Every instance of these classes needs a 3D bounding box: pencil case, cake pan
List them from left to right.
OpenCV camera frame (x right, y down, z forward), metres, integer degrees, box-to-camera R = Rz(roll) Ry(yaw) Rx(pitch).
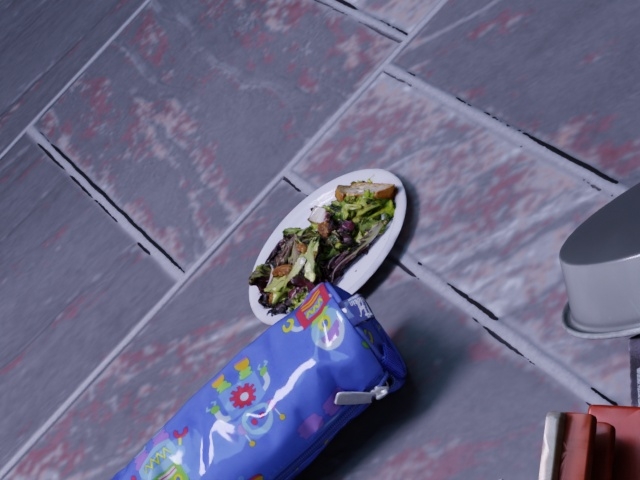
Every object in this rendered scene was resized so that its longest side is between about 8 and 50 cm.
[{"bbox_3d":[-0.054,0.171,1.610,0.306,0.119,0.133,-43,42,3],"label":"pencil case"},{"bbox_3d":[0.303,-0.020,1.355,0.293,0.054,0.293,-28,9,5],"label":"cake pan"}]

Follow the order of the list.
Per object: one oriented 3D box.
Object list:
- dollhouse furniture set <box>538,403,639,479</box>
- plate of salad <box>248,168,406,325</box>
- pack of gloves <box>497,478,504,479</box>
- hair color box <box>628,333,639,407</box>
[{"bbox_3d":[0.268,0.153,1.029,0.259,0.135,0.262,0,74,32],"label":"dollhouse furniture set"},{"bbox_3d":[0.000,0.000,1.814,0.199,0.048,0.200,-29,35,23],"label":"plate of salad"},{"bbox_3d":[0.032,0.289,1.441,0.232,0.046,0.195,-23,37,33],"label":"pack of gloves"},{"bbox_3d":[0.378,0.087,1.172,0.347,0.105,0.174,-24,31,22],"label":"hair color box"}]
